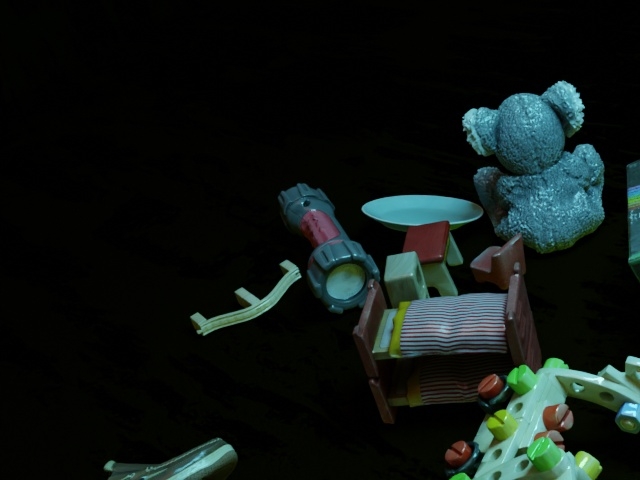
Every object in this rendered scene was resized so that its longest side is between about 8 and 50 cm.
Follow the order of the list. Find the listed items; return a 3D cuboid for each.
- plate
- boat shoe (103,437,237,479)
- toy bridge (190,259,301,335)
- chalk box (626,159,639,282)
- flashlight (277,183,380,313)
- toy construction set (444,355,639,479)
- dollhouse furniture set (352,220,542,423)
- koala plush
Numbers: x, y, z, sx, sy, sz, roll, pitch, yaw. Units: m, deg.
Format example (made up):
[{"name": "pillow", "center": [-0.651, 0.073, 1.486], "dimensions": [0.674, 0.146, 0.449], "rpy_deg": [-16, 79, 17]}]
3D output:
[{"name": "plate", "center": [0.157, -0.038, 1.820], "dimensions": [0.188, 0.024, 0.188], "rpy_deg": [0, 16, 0]}, {"name": "boat shoe", "center": [-0.225, 0.298, 1.406], "dimensions": [0.257, 0.095, 0.095], "rpy_deg": [-30, 66, -20]}, {"name": "toy bridge", "center": [-0.108, 0.094, 1.788], "dimensions": [0.188, 0.026, 0.063], "rpy_deg": [-31, 32, -21]}, {"name": "chalk box", "center": [0.479, 0.017, 1.391], "dimensions": [0.180, 0.179, 0.289], "rpy_deg": [-23, 26, 27]}, {"name": "flashlight", "center": [0.000, 0.000, 1.809], "dimensions": [0.103, 0.103, 0.304], "rpy_deg": [-18, 30, -9]}, {"name": "toy construction set", "center": [0.251, 0.216, 1.246], "dimensions": [0.215, 0.151, 0.327], "rpy_deg": [-24, 9, 46]}, {"name": "dollhouse furniture set", "center": [0.181, 0.062, 1.545], "dimensions": [0.201, 0.152, 0.374], "rpy_deg": [-8, 31, 17]}, {"name": "koala plush", "center": [0.313, -0.117, 1.706], "dimensions": [0.196, 0.221, 0.203], "rpy_deg": [-12, 30, 10]}]
